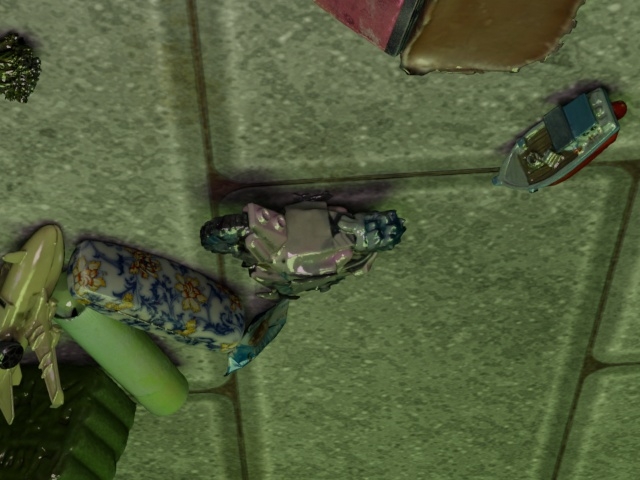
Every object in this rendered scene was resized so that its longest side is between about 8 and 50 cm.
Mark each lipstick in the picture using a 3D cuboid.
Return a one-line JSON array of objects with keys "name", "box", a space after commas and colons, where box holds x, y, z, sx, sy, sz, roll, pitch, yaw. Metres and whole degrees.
[{"name": "lipstick", "box": [-0.259, 0.135, 2.047, 0.076, 0.076, 0.304, -14, 145, 14]}]

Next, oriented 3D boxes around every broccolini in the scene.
[{"name": "broccolini", "box": [-0.378, -0.196, 1.554, 0.216, 0.067, 0.058, 21, 137, -20]}]

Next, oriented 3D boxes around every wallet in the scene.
[{"name": "wallet", "box": [0.055, -0.276, 1.447, 0.119, 0.025, 0.232, 37, 146, 12]}]

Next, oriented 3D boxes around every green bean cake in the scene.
[{"name": "green bean cake", "box": [-0.383, 0.274, 2.091, 0.248, 0.222, 0.125, -2, 145, 34]}]

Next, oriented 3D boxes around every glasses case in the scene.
[{"name": "glasses case", "box": [-0.198, 0.068, 1.943, 0.248, 0.087, 0.065, 23, 143, -33]}]

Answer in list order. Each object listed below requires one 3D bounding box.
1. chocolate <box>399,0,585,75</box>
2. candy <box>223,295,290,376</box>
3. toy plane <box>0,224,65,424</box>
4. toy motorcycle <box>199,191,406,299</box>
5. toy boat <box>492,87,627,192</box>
[{"name": "chocolate", "box": [0.173, -0.254, 1.498, 0.161, 0.083, 0.261, 3, 152, -17]}, {"name": "candy", "box": [-0.082, 0.119, 2.056, 0.088, 0.038, 0.136, -38, 165, -35]}, {"name": "toy plane", "box": [-0.365, 0.090, 1.897, 0.092, 0.229, 0.244, -7, 125, -47]}, {"name": "toy motorcycle", "box": [-0.001, -0.006, 1.843, 0.204, 0.108, 0.239, -20, 169, 30]}, {"name": "toy boat", "box": [0.258, -0.105, 1.746, 0.058, 0.069, 0.173, 6, 148, -41]}]
